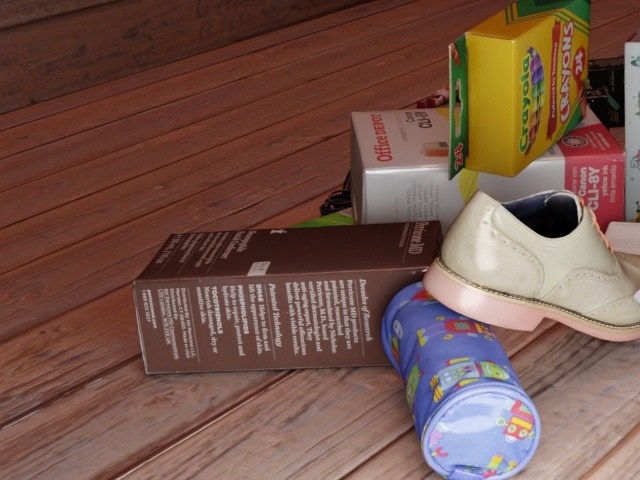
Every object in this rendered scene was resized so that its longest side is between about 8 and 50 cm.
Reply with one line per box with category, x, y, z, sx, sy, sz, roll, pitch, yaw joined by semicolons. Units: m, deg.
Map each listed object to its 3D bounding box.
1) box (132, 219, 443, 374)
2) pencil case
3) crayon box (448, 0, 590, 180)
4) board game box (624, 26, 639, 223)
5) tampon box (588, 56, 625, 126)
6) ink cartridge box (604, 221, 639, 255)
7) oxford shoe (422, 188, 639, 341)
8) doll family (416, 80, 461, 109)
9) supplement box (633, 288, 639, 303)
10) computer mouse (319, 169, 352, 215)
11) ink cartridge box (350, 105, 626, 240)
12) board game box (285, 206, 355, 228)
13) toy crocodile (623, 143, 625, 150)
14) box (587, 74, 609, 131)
box;-0.032;0.072;1.676;0.381;0.143;0.191;-2;19;9
pencil case;0.142;0.152;1.403;0.119;0.133;0.306;12;17;-11
crayon box;0.283;-0.220;1.814;0.081;0.202;0.318;14;32;31
board game box;0.518;-0.167;1.924;0.097;0.303;0.224;2;20;24
tampon box;0.558;-0.294;2.574;0.161;0.120;0.101;-4;19;7
ink cartridge box;0.445;0.064;1.701;0.189;0.066;0.232;4;42;28
oxford shoe;0.301;0.024;1.503;0.397;0.147;0.140;4;24;-42
doll family;0.338;-0.290;2.700;0.163;0.118;0.263;-30;11;-37
supplement box;0.494;0.058;1.531;0.239;0.073;0.130;-22;69;-39
computer mouse;0.115;-0.115;2.277;0.188;0.072;0.272;-2;19;17
ink cartridge box;0.242;-0.095;1.976;0.384;0.160;0.279;-4;24;-1
board game box;0.000;0.000;2.033;0.259;0.039;0.124;-15;22;-32
toy crocodile;0.622;-0.178;2.232;0.340;0.105;0.115;-22;24;-37
box;0.465;-0.204;2.300;0.077;0.147;0.180;-5;19;7
